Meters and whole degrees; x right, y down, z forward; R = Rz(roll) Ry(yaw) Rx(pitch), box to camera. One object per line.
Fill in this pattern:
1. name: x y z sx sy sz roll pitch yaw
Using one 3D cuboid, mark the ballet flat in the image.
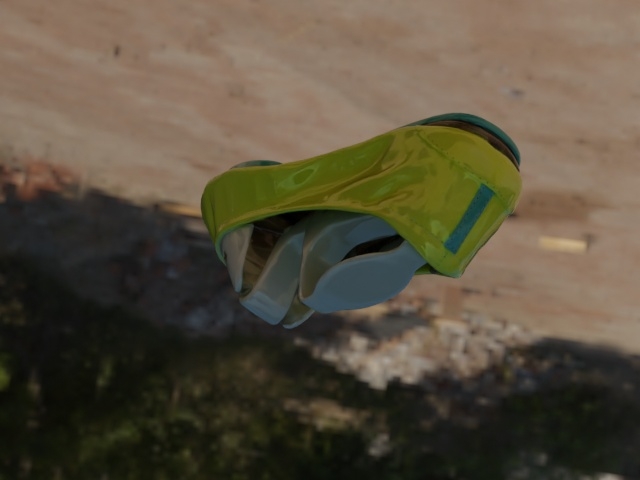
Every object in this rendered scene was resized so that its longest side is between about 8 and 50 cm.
1. ballet flat: 0.000 0.000 0.743 0.077 0.077 0.231 34 155 -24
